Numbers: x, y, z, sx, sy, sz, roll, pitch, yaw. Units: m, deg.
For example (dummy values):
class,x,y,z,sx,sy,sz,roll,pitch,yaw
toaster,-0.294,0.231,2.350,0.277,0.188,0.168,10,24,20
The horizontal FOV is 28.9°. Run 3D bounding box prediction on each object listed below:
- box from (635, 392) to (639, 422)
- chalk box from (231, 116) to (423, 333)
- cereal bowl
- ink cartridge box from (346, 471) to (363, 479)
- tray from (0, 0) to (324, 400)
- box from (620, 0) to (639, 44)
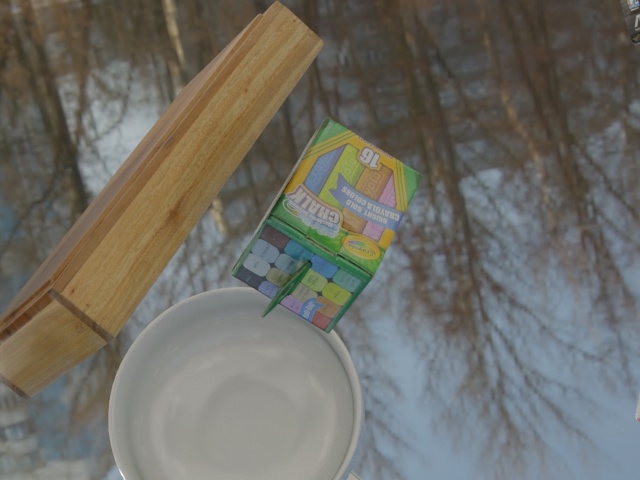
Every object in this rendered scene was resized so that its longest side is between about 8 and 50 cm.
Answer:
class,x,y,z,sx,sy,sz,roll,pitch,yaw
box,0.437,0.186,1.333,0.130,0.170,0.091,-4,-122,40
chalk box,0.000,0.000,1.349,0.213,0.132,0.132,-62,-175,-37
cereal bowl,-0.103,0.241,1.664,0.339,0.338,0.141,-10,157,5
ink cartridge box,-0.022,0.516,2.398,0.212,0.154,0.093,-50,-177,-9
tray,-0.160,-0.047,1.195,0.203,0.076,0.411,-34,-160,50
box,0.329,-0.294,0.996,0.060,0.216,0.270,-17,-178,-26
